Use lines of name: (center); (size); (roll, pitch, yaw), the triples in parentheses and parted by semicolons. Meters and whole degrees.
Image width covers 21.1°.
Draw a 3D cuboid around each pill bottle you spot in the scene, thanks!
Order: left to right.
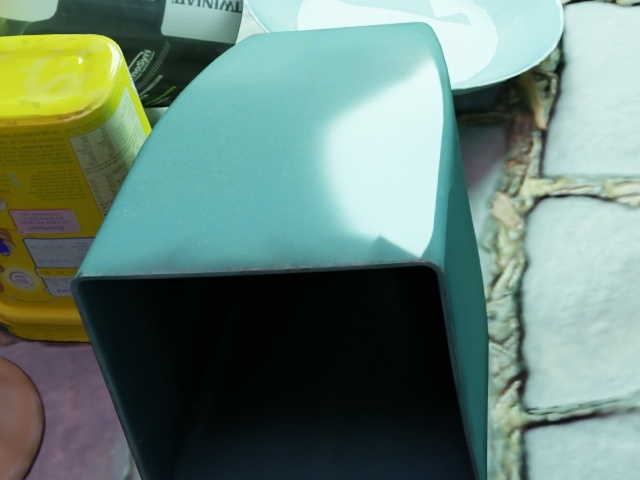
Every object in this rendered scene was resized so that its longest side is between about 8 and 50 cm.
pill bottle: (-0.168, -0.145, 0.973); (0.130, 0.130, 0.246); (30, 19, 35)

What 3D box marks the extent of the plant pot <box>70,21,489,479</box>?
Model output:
plant pot: (0.000, 0.000, 0.867); (0.166, 0.165, 0.234); (-3, 40, 13)

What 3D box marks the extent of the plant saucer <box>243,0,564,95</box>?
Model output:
plant saucer: (0.047, -0.133, 1.029); (0.195, 0.037, 0.195); (5, 39, -4)

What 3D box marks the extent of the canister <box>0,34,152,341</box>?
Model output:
canister: (-0.139, -0.026, 0.914); (0.126, 0.170, 0.073); (0, 49, 15)

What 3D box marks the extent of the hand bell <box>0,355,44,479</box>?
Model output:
hand bell: (-0.234, 0.032, 0.839); (0.126, 0.242, 0.126); (-8, 47, 9)
